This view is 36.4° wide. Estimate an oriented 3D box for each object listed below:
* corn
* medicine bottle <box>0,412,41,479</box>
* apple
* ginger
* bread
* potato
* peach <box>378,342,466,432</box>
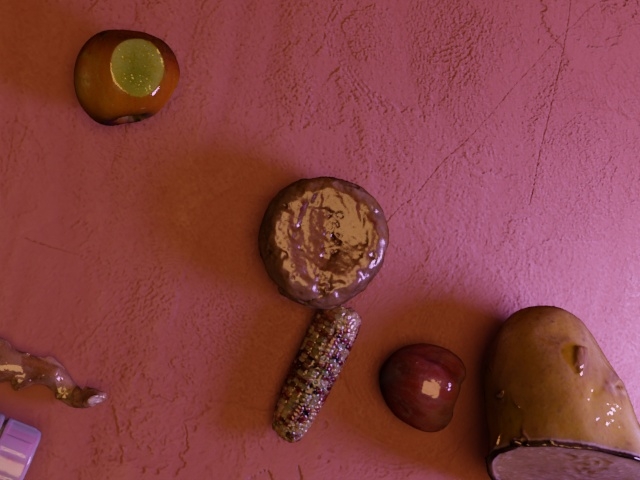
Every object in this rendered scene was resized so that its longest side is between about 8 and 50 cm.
[{"bbox_3d":[-0.010,0.226,1.685,0.086,0.086,0.253,26,85,-12],"label":"corn"},{"bbox_3d":[-0.540,0.328,1.526,0.168,0.135,0.135,25,83,-12],"label":"medicine bottle"},{"bbox_3d":[-0.318,-0.259,1.583,0.163,0.146,0.147,7,81,-27],"label":"apple"},{"bbox_3d":[-0.486,0.212,1.574,0.288,0.075,0.089,26,60,-8],"label":"ginger"},{"bbox_3d":[0.000,0.000,1.671,0.229,0.123,0.230,0,89,-11],"label":"bread"},{"bbox_3d":[0.454,0.293,1.731,0.397,0.290,0.296,28,54,-31],"label":"potato"},{"bbox_3d":[0.174,0.250,1.714,0.152,0.152,0.152,0,89,-14],"label":"peach"}]
